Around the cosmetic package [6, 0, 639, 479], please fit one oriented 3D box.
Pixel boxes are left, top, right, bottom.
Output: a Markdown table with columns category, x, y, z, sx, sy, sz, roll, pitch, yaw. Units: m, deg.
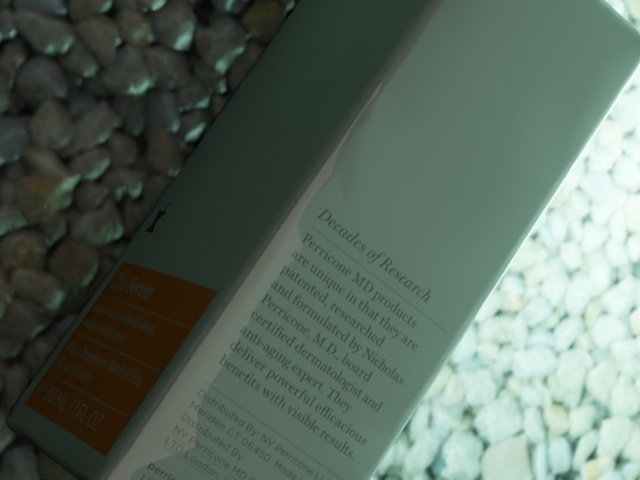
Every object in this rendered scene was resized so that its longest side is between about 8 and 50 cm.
| category | x | y | z | sx | sy | sz | roll | pitch | yaw |
| --- | --- | --- | --- | --- | --- | --- | --- | --- | --- |
| cosmetic package | 0.000 | 0.000 | 1.226 | 0.161 | 0.230 | 0.453 | 39 | 78 | -22 |
